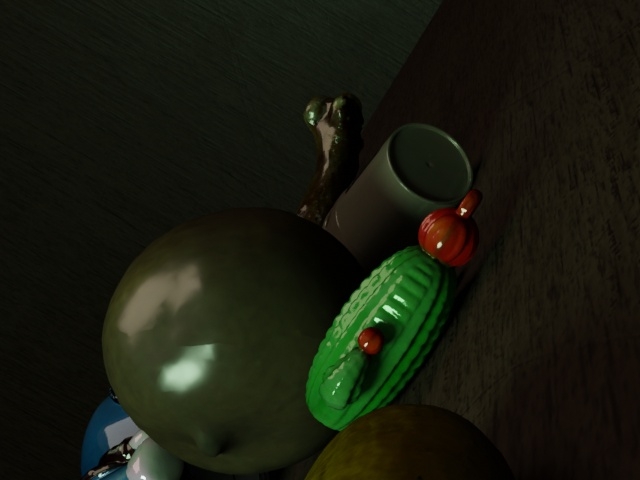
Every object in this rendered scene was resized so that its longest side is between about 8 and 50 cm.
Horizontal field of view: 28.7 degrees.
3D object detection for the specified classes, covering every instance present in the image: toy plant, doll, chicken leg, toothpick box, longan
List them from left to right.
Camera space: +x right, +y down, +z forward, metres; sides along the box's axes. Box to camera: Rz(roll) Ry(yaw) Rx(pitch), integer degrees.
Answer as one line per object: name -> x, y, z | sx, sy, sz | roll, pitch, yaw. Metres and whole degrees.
doll -> -0.180, 0.284, 1.487 | 0.240, 0.284, 0.310 | -13, 19, 18
longan -> -0.082, 0.100, 1.287 | 0.297, 0.297, 0.297 | -59, 5, 9
chicken leg -> 0.008, 0.013, 1.574 | 0.211, 0.140, 0.361 | 64, -137, -56
toothpick box -> 0.085, -0.041, 1.426 | 0.181, 0.111, 0.111 | -51, 11, 52
toy plant -> 0.071, 0.066, 1.137 | 0.240, 0.088, 0.154 | -54, -11, -10

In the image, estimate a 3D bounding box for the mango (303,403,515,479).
mango -> 0.028, 0.182, 0.628 | 0.195, 0.142, 0.332 | -52, 6, 29
